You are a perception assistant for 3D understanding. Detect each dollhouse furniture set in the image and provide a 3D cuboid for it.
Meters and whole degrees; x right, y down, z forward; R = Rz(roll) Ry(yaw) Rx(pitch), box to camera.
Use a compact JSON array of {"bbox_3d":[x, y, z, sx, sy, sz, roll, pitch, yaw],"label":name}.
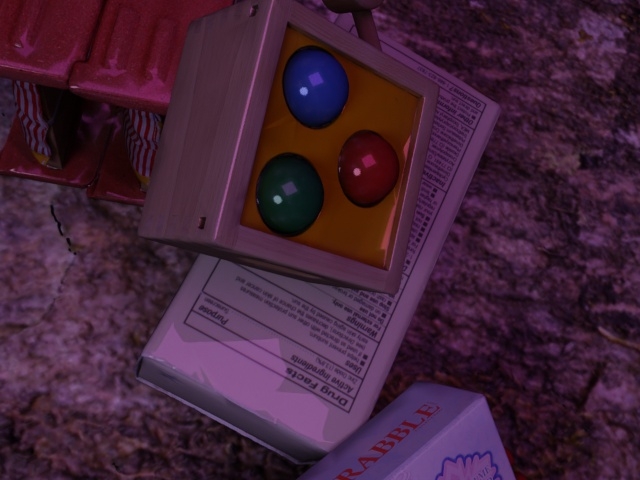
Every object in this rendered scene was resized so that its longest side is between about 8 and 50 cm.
[{"bbox_3d":[-0.131,-0.228,0.559,0.152,0.201,0.374,14,70,-10],"label":"dollhouse furniture set"}]

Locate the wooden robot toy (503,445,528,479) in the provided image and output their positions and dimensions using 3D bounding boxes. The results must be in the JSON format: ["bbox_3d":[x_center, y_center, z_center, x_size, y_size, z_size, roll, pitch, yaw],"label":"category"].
[{"bbox_3d":[0.128,0.183,0.561,0.076,0.079,0.173,-29,82,-21],"label":"wooden robot toy"}]

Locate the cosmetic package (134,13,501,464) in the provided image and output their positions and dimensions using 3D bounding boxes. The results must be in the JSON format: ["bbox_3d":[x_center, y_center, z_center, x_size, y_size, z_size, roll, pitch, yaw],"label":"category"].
[{"bbox_3d":[0.000,0.000,0.559,0.153,0.129,0.296,31,67,-6],"label":"cosmetic package"}]

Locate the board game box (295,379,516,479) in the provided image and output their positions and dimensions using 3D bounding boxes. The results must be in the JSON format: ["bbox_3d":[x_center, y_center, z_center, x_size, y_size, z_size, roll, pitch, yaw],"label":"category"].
[{"bbox_3d":[0.023,0.300,0.415,0.318,0.065,0.318,-31,106,-31],"label":"board game box"}]

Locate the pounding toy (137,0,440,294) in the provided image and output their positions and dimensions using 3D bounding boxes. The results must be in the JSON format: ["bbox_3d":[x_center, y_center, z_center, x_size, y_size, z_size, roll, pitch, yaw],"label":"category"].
[{"bbox_3d":[0.017,-0.078,0.433,0.181,0.094,0.206,18,81,-39],"label":"pounding toy"}]
